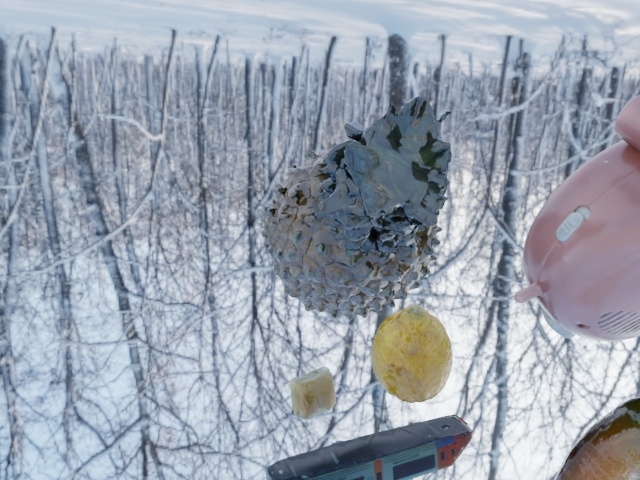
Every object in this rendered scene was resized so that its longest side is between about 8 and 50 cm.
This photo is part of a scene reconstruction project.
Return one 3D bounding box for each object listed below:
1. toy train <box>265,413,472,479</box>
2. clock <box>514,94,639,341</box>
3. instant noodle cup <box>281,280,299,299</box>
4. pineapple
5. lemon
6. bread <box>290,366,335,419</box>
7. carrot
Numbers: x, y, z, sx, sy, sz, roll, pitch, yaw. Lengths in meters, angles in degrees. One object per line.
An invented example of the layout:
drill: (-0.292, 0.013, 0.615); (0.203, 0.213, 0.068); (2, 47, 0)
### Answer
toy train: (0.101, 0.427, 1.110); (0.408, 0.089, 0.086); (-9, -169, -17)
clock: (0.316, 0.013, 0.562); (0.227, 0.241, 0.142); (10, -141, -34)
instant noodle cup: (0.000, 0.000, 1.321); (0.217, 0.207, 0.218); (-4, -133, 4)
pineapple: (0.049, -0.028, 0.581); (0.201, 0.202, 0.362); (1, 168, -10)
lemon: (0.156, 0.192, 0.994); (0.142, 0.187, 0.142); (-1, -152, 1)
bread: (-0.015, 0.392, 1.481); (0.125, 0.106, 0.082); (-13, -158, -31)
carrot: (0.240, 0.220, 0.496); (0.087, 0.194, 0.087); (26, -160, -10)
